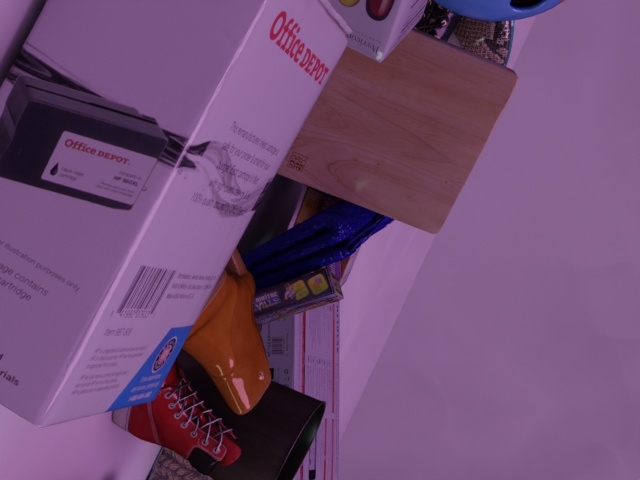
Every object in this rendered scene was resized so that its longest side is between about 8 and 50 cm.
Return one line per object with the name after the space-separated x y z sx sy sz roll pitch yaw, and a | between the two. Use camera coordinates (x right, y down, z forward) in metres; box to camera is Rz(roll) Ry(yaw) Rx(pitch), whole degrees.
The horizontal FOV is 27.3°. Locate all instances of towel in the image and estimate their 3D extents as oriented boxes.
0.000 0.000 1.938 0.228 0.076 0.308 -29 -179 27 | towel

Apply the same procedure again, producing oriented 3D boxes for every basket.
-0.131 0.247 1.818 0.154 0.227 0.204 -49 164 -49 | basket

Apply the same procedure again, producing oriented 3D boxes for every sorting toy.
0.096 -0.175 1.806 0.089 0.257 0.255 -92 -155 -64 | sorting toy

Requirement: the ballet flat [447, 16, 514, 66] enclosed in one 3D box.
0.232 -0.296 2.384 0.182 0.164 0.483 -30 163 -12 | ballet flat

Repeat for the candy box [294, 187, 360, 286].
0.015 -0.017 2.146 0.053 0.109 0.186 -46 161 -54 | candy box

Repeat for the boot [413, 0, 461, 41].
0.194 -0.376 2.106 0.178 0.085 0.236 -65 176 8 | boot

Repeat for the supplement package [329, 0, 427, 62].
0.069 -0.351 1.484 0.134 0.139 0.244 -51 165 -48 | supplement package

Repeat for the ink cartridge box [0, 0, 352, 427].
-0.154 -0.063 1.105 0.395 0.166 0.285 -61 170 2 | ink cartridge box

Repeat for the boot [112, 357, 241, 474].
-0.169 0.198 1.662 0.088 0.176 0.244 -51 163 -36 | boot

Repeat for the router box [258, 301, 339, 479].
-0.042 0.243 2.132 0.301 0.082 0.335 34 56 -73 | router box

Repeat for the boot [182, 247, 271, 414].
-0.125 0.125 1.580 0.295 0.104 0.211 -68 144 -62 | boot

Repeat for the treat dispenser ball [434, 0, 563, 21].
0.225 -0.417 1.634 0.288 0.288 0.288 -58 168 -19 | treat dispenser ball

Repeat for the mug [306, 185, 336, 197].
0.027 -0.135 1.934 0.129 0.097 0.157 -56 168 -26 | mug

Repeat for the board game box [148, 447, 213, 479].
-0.182 0.405 2.201 0.232 0.141 0.291 -64 169 11 | board game box

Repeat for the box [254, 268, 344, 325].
-0.077 0.092 1.845 0.207 0.036 0.114 -18 171 6 | box
